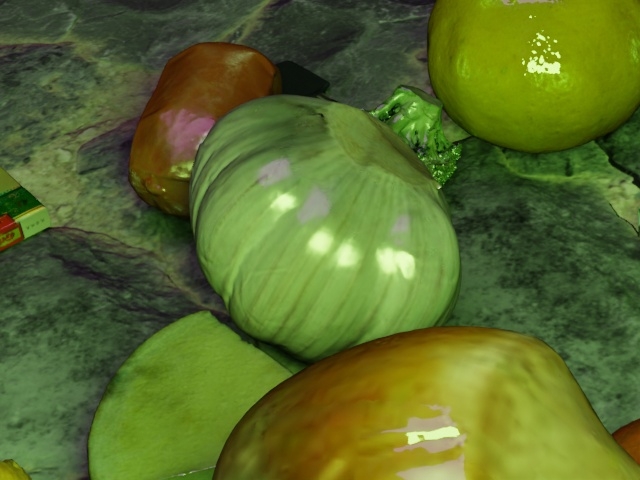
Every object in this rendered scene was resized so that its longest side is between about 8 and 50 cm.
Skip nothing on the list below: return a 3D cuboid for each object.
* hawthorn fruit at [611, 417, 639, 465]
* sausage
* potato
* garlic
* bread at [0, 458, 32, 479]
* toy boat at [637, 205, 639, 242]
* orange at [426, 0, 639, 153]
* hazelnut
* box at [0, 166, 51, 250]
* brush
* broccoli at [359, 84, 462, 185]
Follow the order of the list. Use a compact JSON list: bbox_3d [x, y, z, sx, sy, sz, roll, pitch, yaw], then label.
[{"bbox_3d":[0.302,0.223,1.437,0.202,0.185,0.185,-9,37,7],"label":"hawthorn fruit"},{"bbox_3d":[-0.134,-0.132,2.022,0.141,0.153,0.268,10,42,11],"label":"sausage"},{"bbox_3d":[-0.092,0.176,1.647,0.269,0.112,0.255,-11,32,-6],"label":"potato"},{"bbox_3d":[0.000,0.000,1.737,0.317,0.259,0.317,24,35,-18],"label":"garlic"},{"bbox_3d":[-0.374,0.277,1.435,0.312,0.312,0.172,-5,74,6],"label":"bread"},{"bbox_3d":[0.396,0.037,1.713,0.115,0.114,0.262,-3,38,2],"label":"toy boat"},{"bbox_3d":[0.259,-0.231,1.992,0.279,0.235,0.279,-9,28,5],"label":"orange"},{"bbox_3d":[0.084,0.242,1.304,0.372,0.372,0.315,-1,8,12],"label":"hazelnut"},{"bbox_3d":[-0.443,-0.051,2.085,0.132,0.034,0.235,-28,41,-23],"label":"box"},{"bbox_3d":[-0.007,-0.186,2.178,0.063,0.016,0.193,-31,41,-25],"label":"brush"},{"bbox_3d":[0.092,-0.109,1.970,0.162,0.138,0.146,23,20,-23],"label":"broccoli"}]
